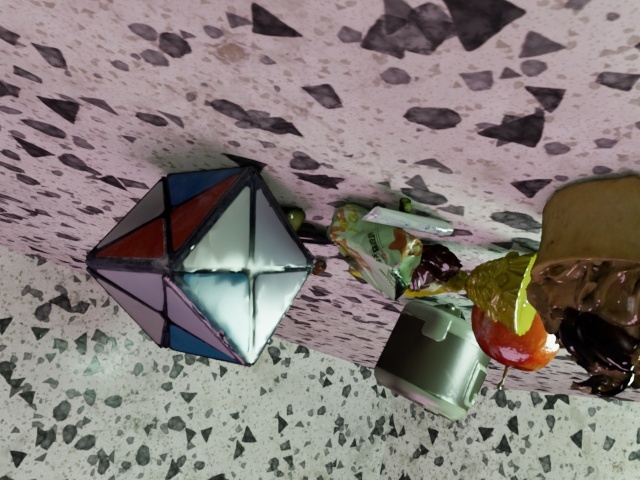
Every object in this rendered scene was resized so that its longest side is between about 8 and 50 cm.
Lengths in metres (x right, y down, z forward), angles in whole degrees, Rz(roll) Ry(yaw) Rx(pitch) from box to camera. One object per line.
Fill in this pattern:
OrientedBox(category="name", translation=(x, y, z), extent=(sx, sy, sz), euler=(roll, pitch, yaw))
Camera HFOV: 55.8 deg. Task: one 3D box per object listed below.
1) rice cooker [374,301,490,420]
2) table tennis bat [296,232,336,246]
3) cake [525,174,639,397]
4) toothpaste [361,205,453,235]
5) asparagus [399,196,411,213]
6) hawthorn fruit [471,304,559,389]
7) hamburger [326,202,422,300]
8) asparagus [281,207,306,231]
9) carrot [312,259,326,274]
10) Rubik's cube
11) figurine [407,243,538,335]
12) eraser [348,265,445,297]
OrientedBox(category="rice cooker", translation=(0.365, 0.364, 1.896), extent=(0.335, 0.325, 0.335), euler=(26, 169, 6))
OrientedBox(category="table tennis bat", translation=(0.000, 0.000, 1.494), extent=(0.236, 0.027, 0.150), euler=(5, 176, 11))
OrientedBox(category="cake", translation=(0.499, 0.099, 0.978), extent=(0.332, 0.321, 0.332), euler=(12, 165, 3))
OrientedBox(category="toothpaste", translation=(0.180, -0.037, 1.198), extent=(0.218, 0.033, 0.052), euler=(9, 149, -34))
OrientedBox(category="asparagus", translation=(0.165, -0.045, 1.259), extent=(0.034, 0.027, 0.236), euler=(17, 163, 5))
OrientedBox(category="hawthorn fruit", translation=(0.490, 0.244, 1.516), extent=(0.242, 0.272, 0.242), euler=(18, 164, 5))
OrientedBox(category="hamburger", translation=(0.114, 0.019, 1.293), extent=(0.214, 0.125, 0.235), euler=(37, 173, 27))
OrientedBox(category="asparagus", translation=(-0.178, -0.034, 1.470), extent=(0.343, 0.085, 0.082), euler=(-3, 180, 38))
OrientedBox(category="carrot", translation=(-0.009, 0.085, 1.792), extent=(0.035, 0.036, 0.165), euler=(15, 165, -6))
OrientedBox(category="Rubik's cube", translation=(-0.237, 0.056, 1.268), extent=(0.305, 0.307, 0.310), euler=(0, 135, 37))
OrientedBox(category="figurine", translation=(0.318, 0.088, 1.364), extent=(0.315, 0.187, 0.168), euler=(11, 167, 35))
OrientedBox(category="eraser", translation=(0.200, 0.080, 1.556), extent=(0.226, 0.069, 0.158), euler=(23, 162, -26))
